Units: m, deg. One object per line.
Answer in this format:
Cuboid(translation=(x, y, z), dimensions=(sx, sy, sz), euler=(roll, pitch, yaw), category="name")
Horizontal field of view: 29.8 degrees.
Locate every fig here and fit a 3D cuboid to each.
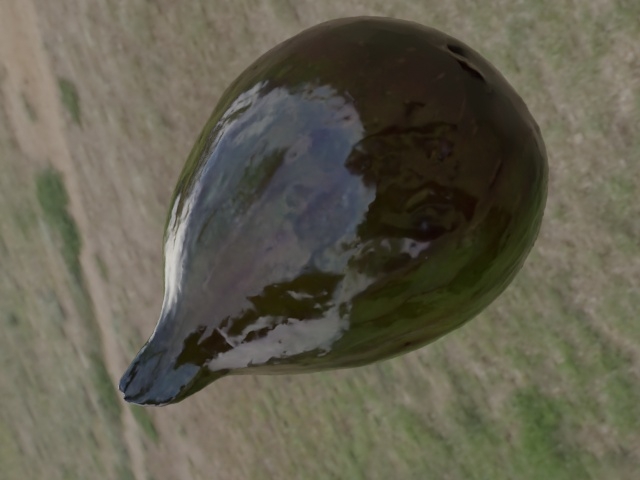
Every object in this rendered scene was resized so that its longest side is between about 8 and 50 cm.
Cuboid(translation=(0.000, 0.000, 0.381), dimensions=(0.109, 0.155, 0.103), euler=(32, 160, 23), category="fig")
